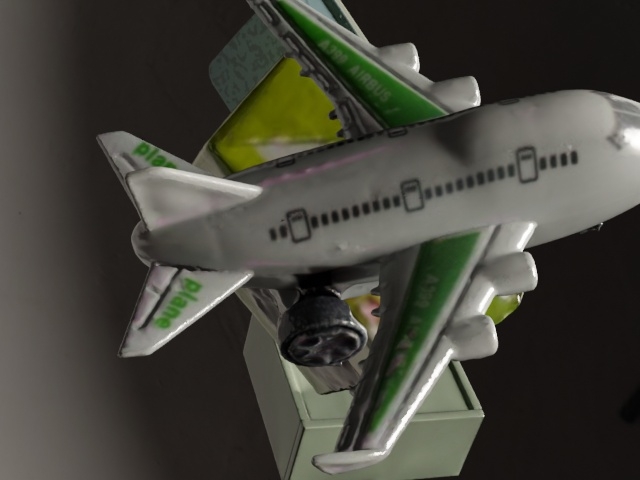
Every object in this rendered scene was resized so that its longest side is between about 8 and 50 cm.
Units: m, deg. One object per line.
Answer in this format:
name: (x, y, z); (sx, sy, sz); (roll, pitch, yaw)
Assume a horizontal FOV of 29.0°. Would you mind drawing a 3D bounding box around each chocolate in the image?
chocolate: (0.000, 0.000, 1.126); (0.137, 0.301, 0.288); (-39, 91, -19)

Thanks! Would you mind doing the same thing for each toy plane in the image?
toy plane: (0.035, -0.017, 0.539); (0.255, 0.101, 0.251); (-9, 57, -4)

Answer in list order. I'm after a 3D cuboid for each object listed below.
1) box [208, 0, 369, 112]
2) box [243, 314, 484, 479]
box: (-0.012, -0.169, 1.419); (0.130, 0.162, 0.227); (-28, 82, -45)
box: (0.045, 0.176, 1.505); (0.225, 0.225, 0.117); (-1, 131, -20)
